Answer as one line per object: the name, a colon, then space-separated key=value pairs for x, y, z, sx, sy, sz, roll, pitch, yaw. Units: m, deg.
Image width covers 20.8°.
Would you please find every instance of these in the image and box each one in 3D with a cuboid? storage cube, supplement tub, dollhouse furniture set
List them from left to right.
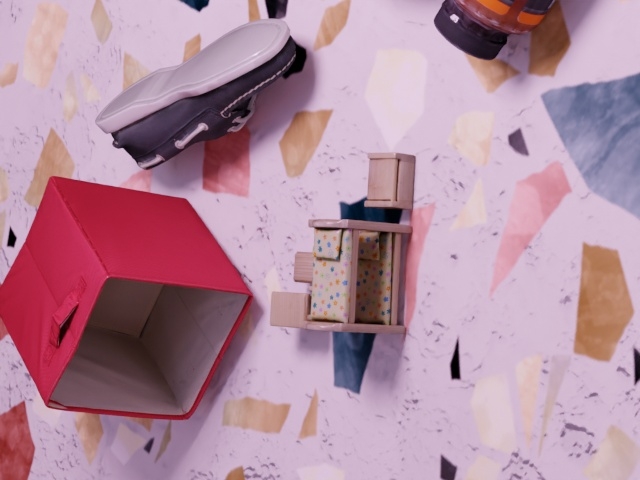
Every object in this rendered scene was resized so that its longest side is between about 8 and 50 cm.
storage cube: x=-0.222 y=0.066 z=1.937 sx=0.193 sy=0.215 sz=0.184 roll=53 pitch=124 yaw=44
dollhouse furniture set: x=0.000 y=0.000 z=1.776 sx=0.161 sy=0.101 sz=0.182 roll=1 pitch=87 yaw=47
supplement tub: x=0.182 y=-0.264 z=1.601 sx=0.198 sy=0.106 sz=0.106 roll=-57 pitch=50 yaw=27

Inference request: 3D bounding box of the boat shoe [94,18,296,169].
boat shoe: x=-0.123 y=-0.158 z=1.936 sx=0.302 sy=0.091 sz=0.114 roll=-16 pitch=31 yaw=47
